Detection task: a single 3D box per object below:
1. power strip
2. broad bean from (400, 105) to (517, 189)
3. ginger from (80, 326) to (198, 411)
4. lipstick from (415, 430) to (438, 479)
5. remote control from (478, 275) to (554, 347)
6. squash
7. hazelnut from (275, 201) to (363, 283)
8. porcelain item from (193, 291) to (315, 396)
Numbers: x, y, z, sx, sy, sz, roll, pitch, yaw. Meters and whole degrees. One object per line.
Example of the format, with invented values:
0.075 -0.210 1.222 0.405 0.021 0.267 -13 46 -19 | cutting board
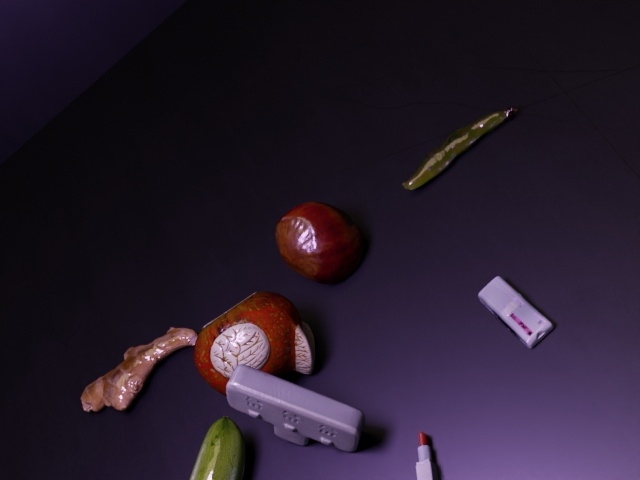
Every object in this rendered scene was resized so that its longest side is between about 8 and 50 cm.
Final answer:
-0.049 0.333 1.877 0.264 0.194 0.059 19 62 8 | power strip
0.297 -0.207 2.160 0.297 0.043 0.060 -38 50 6 | broad bean
-0.431 0.306 2.313 0.333 0.081 0.148 -41 24 3 | ginger
0.186 0.392 1.745 0.030 0.030 0.129 -25 44 22 | lipstick
0.357 0.130 1.827 0.065 0.029 0.166 -42 40 1 | remote control
-0.228 0.534 1.913 0.107 0.107 0.395 -3 56 39 | squash
-0.006 0.006 2.165 0.201 0.160 0.170 43 102 14 | hazelnut
-0.130 0.239 2.043 0.253 0.253 0.253 -23 44 24 | porcelain item
